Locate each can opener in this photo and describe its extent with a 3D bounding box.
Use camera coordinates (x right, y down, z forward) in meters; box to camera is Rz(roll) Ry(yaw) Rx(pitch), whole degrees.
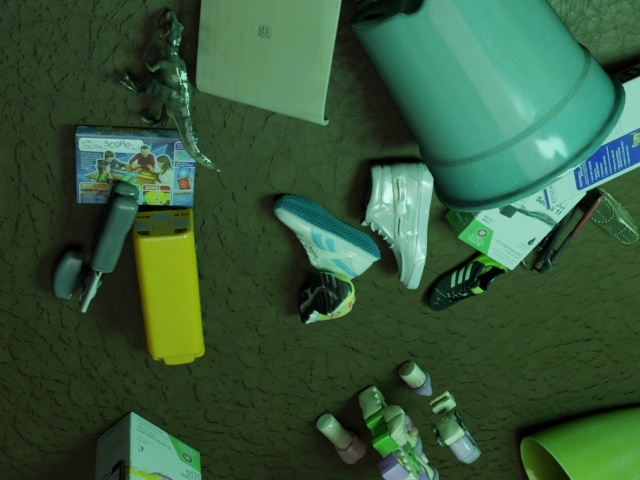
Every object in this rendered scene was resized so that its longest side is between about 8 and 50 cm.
[{"bbox_3d":[-0.401,0.013,1.635,0.095,0.076,0.283,13,130,-21],"label":"can opener"}]

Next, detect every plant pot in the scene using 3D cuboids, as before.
[{"bbox_3d":[0.648,0.495,2.092,0.294,0.275,0.274,-26,126,-12],"label":"plant pot"},{"bbox_3d":[0.237,-0.279,1.452,0.341,0.341,0.334,-34,115,12],"label":"plant pot"}]

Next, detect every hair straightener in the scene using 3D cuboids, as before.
[{"bbox_3d":[0.455,-0.025,1.818,0.089,0.047,0.230,34,128,11],"label":"hair straightener"}]

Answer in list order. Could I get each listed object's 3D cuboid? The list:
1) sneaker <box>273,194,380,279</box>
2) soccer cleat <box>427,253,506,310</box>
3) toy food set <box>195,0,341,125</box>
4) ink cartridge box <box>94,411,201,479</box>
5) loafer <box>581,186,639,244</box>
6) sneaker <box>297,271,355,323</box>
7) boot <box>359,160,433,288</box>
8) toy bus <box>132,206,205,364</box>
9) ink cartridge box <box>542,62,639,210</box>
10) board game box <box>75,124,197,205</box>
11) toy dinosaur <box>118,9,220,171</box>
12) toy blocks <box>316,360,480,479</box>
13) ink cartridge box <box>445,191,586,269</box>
[{"bbox_3d":[0.000,0.000,1.721,0.229,0.087,0.092,32,118,-24],"label":"sneaker"},{"bbox_3d":[0.286,0.087,1.839,0.179,0.072,0.060,-39,121,16],"label":"soccer cleat"},{"bbox_3d":[-0.069,-0.339,1.453,0.220,0.092,0.306,17,126,11],"label":"toy food set"},{"bbox_3d":[-0.345,0.516,1.884,0.117,0.278,0.201,-40,122,16],"label":"ink cartridge box"},{"bbox_3d":[0.560,-0.053,1.813,0.056,0.050,0.148,-33,109,34],"label":"loafer"},{"bbox_3d":[0.029,0.105,1.765,0.094,0.081,0.208,-4,169,-21],"label":"sneaker"},{"bbox_3d":[0.133,-0.028,1.733,0.124,0.095,0.258,1,115,-4],"label":"boot"},{"bbox_3d":[-0.272,0.097,1.705,0.108,0.130,0.332,-5,124,-7],"label":"toy bus"},{"bbox_3d":[0.502,-0.194,1.636,0.333,0.065,0.165,-24,117,-14],"label":"ink cartridge box"},{"bbox_3d":[-0.316,-0.127,1.605,0.201,0.035,0.136,2,123,-12],"label":"board game box"},{"bbox_3d":[-0.250,-0.230,1.513,0.118,0.064,0.268,-2,113,26],"label":"toy dinosaur"},{"bbox_3d":[0.198,0.456,1.947,0.309,0.288,0.260,-36,119,10],"label":"toy blocks"},{"bbox_3d":[0.363,-0.069,1.740,0.153,0.086,0.208,29,113,-27],"label":"ink cartridge box"}]
